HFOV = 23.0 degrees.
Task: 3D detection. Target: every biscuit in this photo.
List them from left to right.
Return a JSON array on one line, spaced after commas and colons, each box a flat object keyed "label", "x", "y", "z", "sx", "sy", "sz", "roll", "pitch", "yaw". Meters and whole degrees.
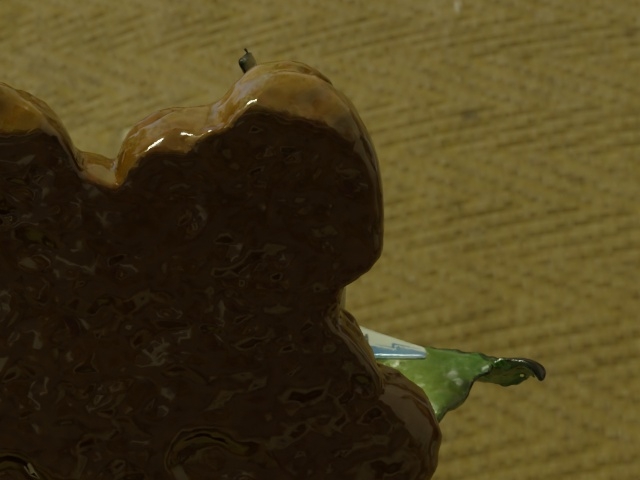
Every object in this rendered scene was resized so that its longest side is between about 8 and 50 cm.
[{"label": "biscuit", "x": -0.088, "y": 0.059, "z": 0.478, "sx": 0.290, "sy": 0.208, "sz": 0.041, "roll": -47, "pitch": 24, "yaw": 17}]

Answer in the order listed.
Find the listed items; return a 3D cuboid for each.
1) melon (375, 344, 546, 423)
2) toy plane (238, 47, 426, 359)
[{"label": "melon", "x": -0.027, "y": 0.100, "z": 0.653, "sx": 0.262, "sy": 0.053, "sz": 0.114, "roll": -27, "pitch": 33, "yaw": -9}, {"label": "toy plane", "x": -0.003, "y": 0.002, "z": 0.715, "sx": 0.058, "sy": 0.226, "sz": 0.226, "roll": -17, "pitch": 29, "yaw": -1}]
